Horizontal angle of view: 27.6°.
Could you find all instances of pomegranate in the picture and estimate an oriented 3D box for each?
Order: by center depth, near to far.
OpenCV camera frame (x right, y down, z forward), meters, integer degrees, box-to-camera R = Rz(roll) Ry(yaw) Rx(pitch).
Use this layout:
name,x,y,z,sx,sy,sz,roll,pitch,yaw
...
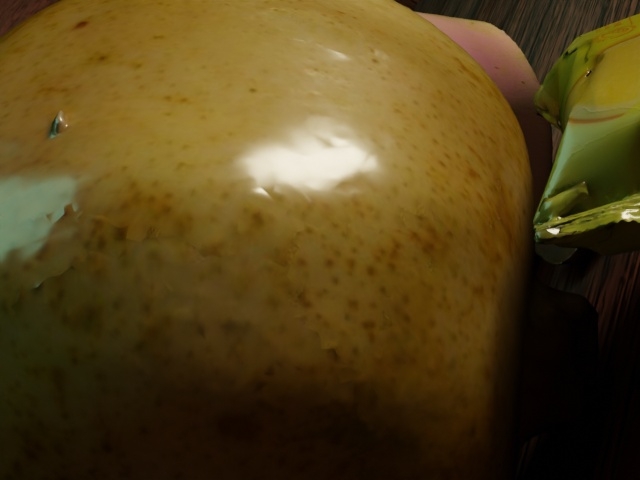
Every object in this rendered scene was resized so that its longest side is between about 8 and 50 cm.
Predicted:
name,x,y,z,sx,sy,sz,roll,pitch,yaw
pomegranate,-0.042,0.050,0.704,0.417,0.416,0.417,-57,6,9

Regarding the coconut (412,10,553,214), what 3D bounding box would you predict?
name,x,y,z,sx,sy,sz,roll,pitch,yaw
coconut,0.067,-0.059,1.001,0.233,0.245,0.233,-22,64,55

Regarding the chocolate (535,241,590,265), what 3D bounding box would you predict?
name,x,y,z,sx,sy,sz,roll,pitch,yaw
chocolate,0.181,-0.026,0.858,0.101,0.031,0.064,-61,23,4

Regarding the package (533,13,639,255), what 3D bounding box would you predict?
name,x,y,z,sx,sy,sz,roll,pitch,yaw
package,0.183,-0.064,0.636,0.168,0.090,0.226,-18,22,15
